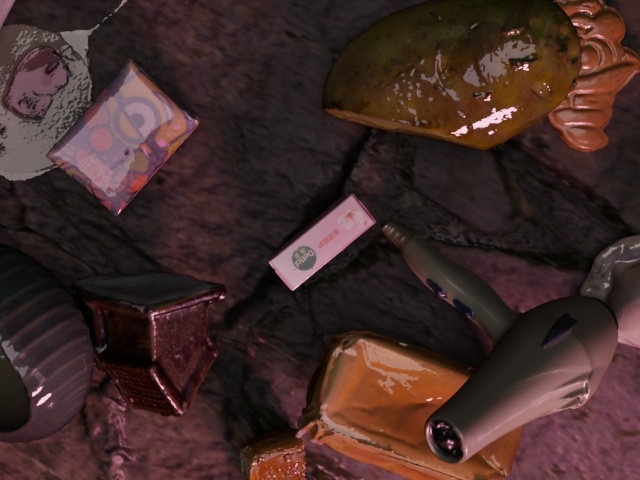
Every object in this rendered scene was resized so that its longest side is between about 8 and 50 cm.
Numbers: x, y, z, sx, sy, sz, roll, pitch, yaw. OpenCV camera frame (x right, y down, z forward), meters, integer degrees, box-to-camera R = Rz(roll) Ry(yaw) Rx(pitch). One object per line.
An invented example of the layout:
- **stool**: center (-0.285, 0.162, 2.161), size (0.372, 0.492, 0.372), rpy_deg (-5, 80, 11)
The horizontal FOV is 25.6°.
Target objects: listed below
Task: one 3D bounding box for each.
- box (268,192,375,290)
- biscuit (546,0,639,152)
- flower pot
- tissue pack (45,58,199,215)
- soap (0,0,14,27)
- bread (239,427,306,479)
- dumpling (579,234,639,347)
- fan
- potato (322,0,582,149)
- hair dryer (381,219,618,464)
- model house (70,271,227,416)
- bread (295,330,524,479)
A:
- **box**: center (0.000, 0.000, 1.611), size (0.125, 0.089, 0.043), rpy_deg (-40, 94, 1)
- **biscuit**: center (0.289, -0.225, 1.647), size (0.162, 0.035, 0.250), rpy_deg (-17, 91, -6)
- **flower pot**: center (-0.355, 0.109, 1.552), size (0.189, 0.157, 0.243), rpy_deg (-43, 80, 24)
- **tissue pack**: center (-0.224, -0.117, 1.606), size (0.108, 0.060, 0.148), rpy_deg (42, 89, -9)
- **soap**: center (-0.492, -0.284, 1.577), size (0.265, 0.087, 0.160), rpy_deg (27, 89, -3)
- **bread**: center (-0.054, 0.258, 1.620), size (0.070, 0.083, 0.077), rpy_deg (-5, 96, -11)
- **dumpling**: center (0.405, 0.054, 1.619), size (0.228, 0.124, 0.151), rpy_deg (1, 78, 20)
- **fan**: center (-0.297, -0.210, 1.628), size (0.310, 0.010, 0.182), rpy_deg (-44, 93, 0)
- **potato**: center (0.146, -0.184, 1.585), size (0.298, 0.141, 0.176), rpy_deg (-12, 78, 15)
- **hair dryer**: center (0.160, 0.120, 1.530), size (0.298, 0.296, 0.119), rpy_deg (24, 129, 8)
- **model house**: center (-0.202, 0.119, 1.612), size (0.165, 0.106, 0.152), rpy_deg (9, 106, 32)
- **bread**: center (0.103, 0.197, 1.602), size (0.241, 0.107, 0.136), rpy_deg (19, 72, -5)
